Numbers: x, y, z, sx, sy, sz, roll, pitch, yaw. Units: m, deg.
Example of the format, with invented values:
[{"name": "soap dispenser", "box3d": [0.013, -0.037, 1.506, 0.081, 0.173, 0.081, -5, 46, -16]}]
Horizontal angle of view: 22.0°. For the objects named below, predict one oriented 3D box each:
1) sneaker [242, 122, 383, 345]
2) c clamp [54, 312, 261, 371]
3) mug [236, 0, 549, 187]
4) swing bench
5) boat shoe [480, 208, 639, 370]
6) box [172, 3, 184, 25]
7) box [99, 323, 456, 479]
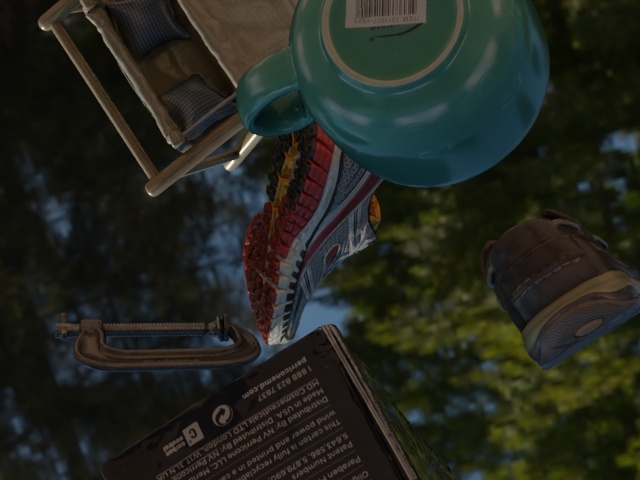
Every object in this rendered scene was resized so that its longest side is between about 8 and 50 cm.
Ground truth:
[{"name": "sneaker", "box3d": [0.000, 0.000, 1.277, 0.092, 0.225, 0.088, 2, -135, -22]}, {"name": "c clamp", "box3d": [-0.125, 0.072, 1.246, 0.160, 0.022, 0.137, 1, -167, -3]}, {"name": "mug", "box3d": [0.040, -0.092, 0.863, 0.158, 0.129, 0.097, -47, 159, 2]}, {"name": "swing bench", "box3d": [-0.138, -0.232, 1.853, 0.254, 0.253, 0.165, -40, 170, 36]}, {"name": "boat shoe", "box3d": [0.223, 0.033, 1.510, 0.132, 0.130, 0.355, -32, 171, 4]}, {"name": "box", "box3d": [-0.124, -0.334, 2.022, 0.183, 0.056, 0.231, -45, -160, -2]}, {"name": "box", "box3d": [0.062, 0.423, 1.724, 0.297, 0.480, 0.472, -33, -123, 2]}]
